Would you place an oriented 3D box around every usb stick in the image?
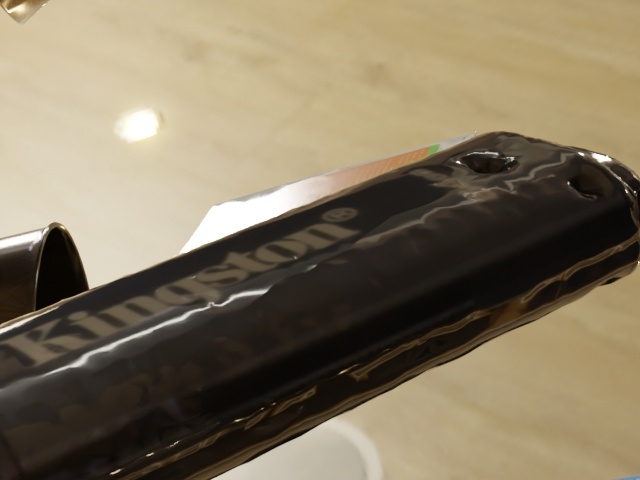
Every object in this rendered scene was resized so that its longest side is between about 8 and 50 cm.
[{"bbox_3d":[-0.037,0.032,0.423,0.278,0.045,0.077,-22,-162,-31],"label":"usb stick"}]

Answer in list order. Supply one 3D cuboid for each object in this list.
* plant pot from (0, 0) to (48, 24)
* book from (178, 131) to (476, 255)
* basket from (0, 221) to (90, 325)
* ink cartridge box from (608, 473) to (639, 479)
[{"bbox_3d":[-0.105,-0.267,0.791,0.254,0.237,0.237,-37,-139,-1],"label":"plant pot"},{"bbox_3d":[0.000,0.000,0.812,0.144,0.035,0.096,-11,-156,25],"label":"book"},{"bbox_3d":[-0.232,0.100,0.889,0.227,0.204,0.154,-4,-164,5],"label":"basket"},{"bbox_3d":[0.113,0.285,1.097,0.270,0.198,0.197,-13,-168,19],"label":"ink cartridge box"}]
